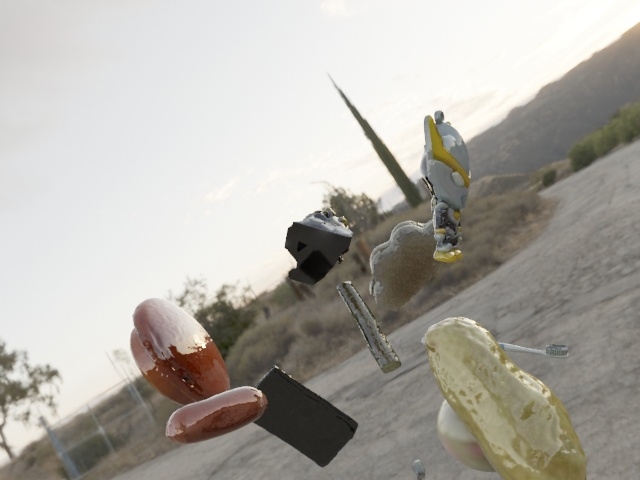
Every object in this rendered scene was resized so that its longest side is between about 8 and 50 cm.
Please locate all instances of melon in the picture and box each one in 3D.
[{"bbox_3d":[0.423,0.471,1.591,0.223,0.223,0.317,-30,-5,-26],"label":"melon"}]

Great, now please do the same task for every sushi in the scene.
[{"bbox_3d":[0.000,0.000,1.563,0.150,0.152,0.172,-69,-7,-54],"label":"sushi"}]

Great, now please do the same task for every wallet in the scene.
[{"bbox_3d":[-0.050,0.417,1.472,0.146,0.285,0.030,-49,21,5],"label":"wallet"}]

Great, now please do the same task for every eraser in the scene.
[{"bbox_3d":[0.174,0.408,1.108,0.019,0.027,0.099,-19,-29,-3],"label":"eraser"}]

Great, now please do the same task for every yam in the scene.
[{"bbox_3d":[0.124,0.222,1.651,0.061,0.274,0.061,-22,-29,-13],"label":"yam"}]

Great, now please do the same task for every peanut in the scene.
[{"bbox_3d":[0.280,0.249,0.963,0.147,0.319,0.148,-24,-36,-18],"label":"peanut"}]

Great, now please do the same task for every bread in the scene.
[{"bbox_3d":[0.258,0.052,1.885,0.337,0.183,0.102,-48,19,13],"label":"bread"}]

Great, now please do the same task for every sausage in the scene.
[{"bbox_3d":[-0.178,0.306,1.096,0.194,0.077,0.077,-11,-20,-38],"label":"sausage"}]

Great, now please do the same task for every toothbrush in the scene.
[{"bbox_3d":[0.333,0.203,1.211,0.275,0.025,0.019,3,42,18],"label":"toothbrush"}]

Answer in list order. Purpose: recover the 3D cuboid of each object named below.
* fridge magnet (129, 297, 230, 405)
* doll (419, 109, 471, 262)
[{"bbox_3d":[-0.394,0.318,1.759,0.155,0.364,0.363,-40,-8,5],"label":"fridge magnet"},{"bbox_3d":[0.259,-0.114,1.306,0.145,0.317,0.103,-5,4,-37],"label":"doll"}]
